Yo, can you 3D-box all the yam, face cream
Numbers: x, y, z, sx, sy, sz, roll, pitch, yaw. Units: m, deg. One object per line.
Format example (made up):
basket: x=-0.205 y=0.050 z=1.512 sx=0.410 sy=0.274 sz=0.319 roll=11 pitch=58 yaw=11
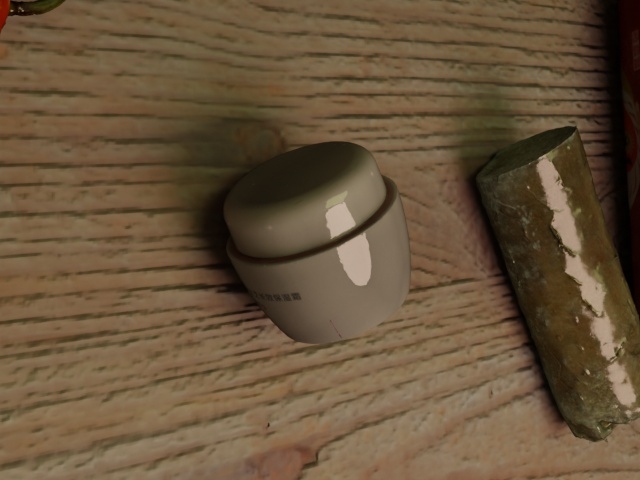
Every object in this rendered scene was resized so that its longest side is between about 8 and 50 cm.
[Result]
yam: x=0.206 y=0.039 z=0.937 sx=0.093 sy=0.093 sz=0.259 roll=-34 pitch=108 yaw=-38
face cream: x=0.000 y=0.000 z=0.742 sx=0.117 sy=0.117 sz=0.104 roll=-42 pitch=121 yaw=-36

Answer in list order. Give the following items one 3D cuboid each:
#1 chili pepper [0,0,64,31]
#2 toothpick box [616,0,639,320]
chili pepper: x=-0.240 y=-0.114 z=0.580 sx=0.272 sy=0.063 sz=0.071 roll=-19 pitch=86 yaw=-38
toothpick box: x=0.375 y=-0.075 z=1.026 sx=0.204 sy=0.204 sz=0.333 roll=1 pitch=86 yaw=-42
